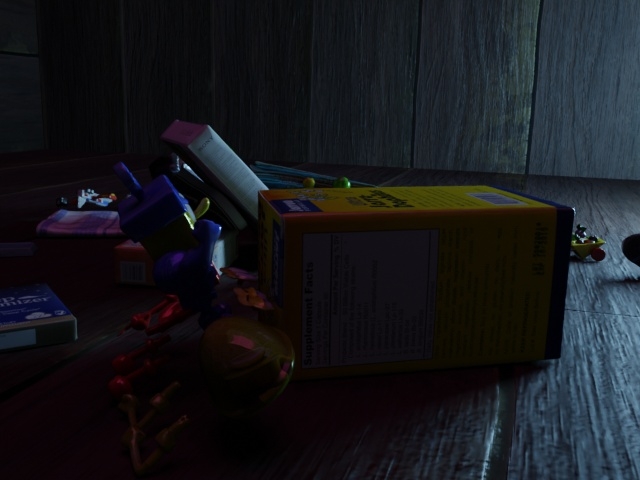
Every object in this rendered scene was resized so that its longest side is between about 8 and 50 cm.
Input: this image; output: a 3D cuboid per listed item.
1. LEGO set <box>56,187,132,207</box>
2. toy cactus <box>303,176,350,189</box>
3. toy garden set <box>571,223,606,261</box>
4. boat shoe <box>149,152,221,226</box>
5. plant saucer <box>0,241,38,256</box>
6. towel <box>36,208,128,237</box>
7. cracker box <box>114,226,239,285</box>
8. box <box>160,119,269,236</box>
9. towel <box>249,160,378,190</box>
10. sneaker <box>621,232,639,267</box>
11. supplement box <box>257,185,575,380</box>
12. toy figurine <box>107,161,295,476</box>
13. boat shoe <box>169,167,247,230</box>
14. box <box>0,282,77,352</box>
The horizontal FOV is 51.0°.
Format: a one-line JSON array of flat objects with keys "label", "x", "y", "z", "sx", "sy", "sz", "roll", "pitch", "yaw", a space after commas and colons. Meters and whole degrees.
[{"label": "LEGO set", "x": -0.547, "y": -0.094, "z": 1.730, "sx": 0.244, "sy": 0.060, "sz": 0.182, "roll": 0, "pitch": -9, "yaw": -26}, {"label": "toy cactus", "x": 0.000, "y": 0.000, "z": 1.175, "sx": 0.180, "sy": 0.219, "sz": 0.112, "roll": 41, "pitch": -23, "yaw": -31}, {"label": "toy garden set", "x": 0.477, "y": -0.005, "z": 1.445, "sx": 0.244, "sy": 0.049, "sz": 0.204, "roll": 2, "pitch": 12, "yaw": 2}, {"label": "boat shoe", "x": -0.255, "y": -0.060, "z": 1.512, "sx": 0.127, "sy": 0.158, "sz": 0.340, "roll": -22, "pitch": -24, "yaw": 21}, {"label": "plant saucer", "x": -0.652, "y": 0.019, "z": 1.294, "sx": 0.192, "sy": 0.018, "sz": 0.067, "roll": -3, "pitch": 13, "yaw": -15}, {"label": "towel", "x": -0.490, "y": -0.041, "z": 1.553, "sx": 0.285, "sy": 0.034, "sz": 0.209, "roll": 0, "pitch": 13, "yaw": -7}, {"label": "cracker box", "x": -0.247, "y": 0.023, "z": 1.197, "sx": 0.155, "sy": 0.067, "sz": 0.232, "roll": 4, "pitch": 13, "yaw": 7}, {"label": "box", "x": -0.153, "y": -0.092, "z": 1.274, "sx": 0.058, "sy": 0.322, "sz": 0.232, "roll": -46, "pitch": 25, "yaw": -9}, {"label": "towel", "x": -0.022, "y": -0.091, "z": 1.445, "sx": 0.271, "sy": 0.040, "sz": 0.370, "roll": 11, "pitch": -6, "yaw": -5}, {"label": "sneaker", "x": 0.669, "y": 0.030, "z": 1.269, "sx": 0.211, "sy": 0.080, "sz": 0.081, "roll": 11, "pitch": 6, "yaw": -1}, {"label": "supplement box", "x": 0.106, "y": 0.039, "z": 0.855, "sx": 0.356, "sy": 0.194, "sz": 0.195, "roll": -1, "pitch": 13, "yaw": -13}, {"label": "toy figurine", "x": -0.172, "y": 0.030, "z": 0.687, "sx": 0.191, "sy": 0.217, "sz": 0.362, "roll": -27, "pitch": 20, "yaw": -8}, {"label": "boat shoe", "x": -0.223, "y": -0.064, "z": 1.288, "sx": 0.070, "sy": 0.078, "sz": 0.219, "roll": -46, "pitch": 49, "yaw": -13}, {"label": "box", "x": -0.428, "y": 0.098, "z": 0.911, "sx": 0.136, "sy": 0.037, "sz": 0.225, "roll": -7, "pitch": 13, "yaw": -32}]
